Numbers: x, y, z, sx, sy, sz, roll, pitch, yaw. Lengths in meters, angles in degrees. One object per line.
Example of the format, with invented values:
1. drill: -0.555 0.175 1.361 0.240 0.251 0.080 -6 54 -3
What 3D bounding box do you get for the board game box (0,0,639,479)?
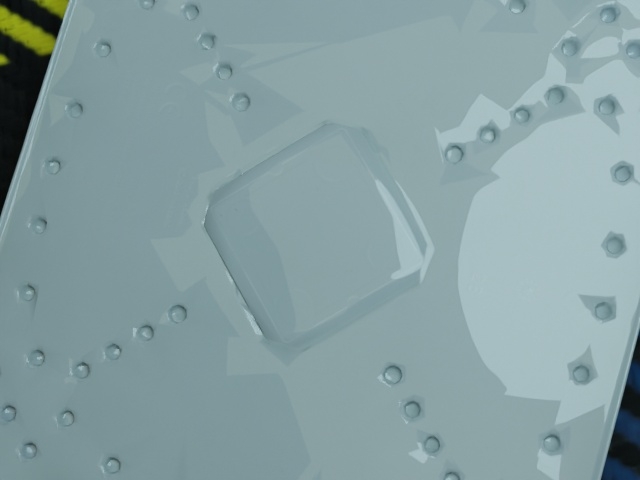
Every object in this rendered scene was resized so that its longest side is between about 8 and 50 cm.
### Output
1. board game box: 0.000 0.000 0.785 0.390 0.050 0.390 15 84 12
